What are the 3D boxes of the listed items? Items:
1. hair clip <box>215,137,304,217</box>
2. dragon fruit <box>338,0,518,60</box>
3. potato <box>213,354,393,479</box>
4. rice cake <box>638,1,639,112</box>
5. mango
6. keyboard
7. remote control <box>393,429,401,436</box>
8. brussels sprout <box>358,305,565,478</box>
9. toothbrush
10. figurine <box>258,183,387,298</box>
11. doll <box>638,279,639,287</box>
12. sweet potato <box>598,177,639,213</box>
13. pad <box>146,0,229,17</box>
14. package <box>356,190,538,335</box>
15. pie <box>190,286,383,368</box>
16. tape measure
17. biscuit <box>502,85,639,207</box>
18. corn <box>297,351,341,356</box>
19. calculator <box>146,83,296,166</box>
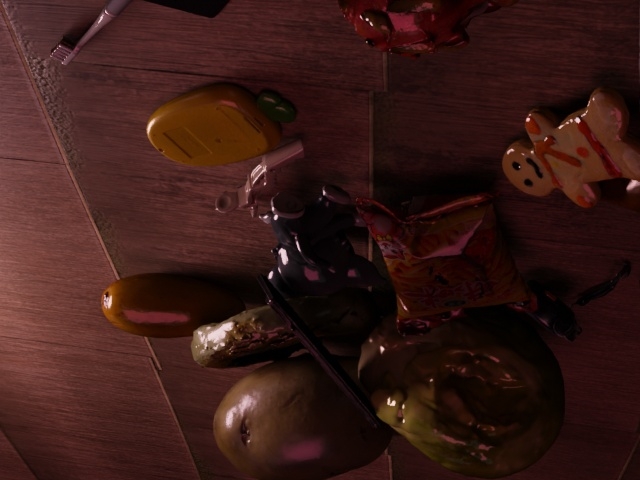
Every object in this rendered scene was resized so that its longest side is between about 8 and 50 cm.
[{"bbox_3d":[-0.089,-0.093,1.769,0.072,0.034,0.226,2,155,-25],"label":"hair clip"},{"bbox_3d":[0.120,-0.271,1.339,0.207,0.133,0.150,-4,176,-4],"label":"dragon fruit"},{"bbox_3d":[-0.033,0.313,2.098,0.326,0.221,0.243,-7,170,14],"label":"potato"},{"bbox_3d":[0.388,-0.249,1.329,0.070,0.064,0.399,-5,146,10],"label":"rice cake"},{"bbox_3d":[-0.258,0.116,2.119,0.253,0.113,0.138,4,157,-7],"label":"mango"},{"bbox_3d":[0.001,0.177,1.882,0.018,0.101,0.310,-37,118,2],"label":"keyboard"},{"bbox_3d":[0.146,0.354,2.311,0.123,0.038,0.285,10,179,41],"label":"remote control"},{"bbox_3d":[0.240,0.232,1.957,0.344,0.344,0.268,29,103,-26],"label":"brussels sprout"},{"bbox_3d":[-0.255,-0.304,1.507,0.030,0.025,0.342,25,148,-29],"label":"toothbrush"},{"bbox_3d":[0.000,0.003,1.817,0.193,0.140,0.265,-9,168,2],"label":"figurine"},{"bbox_3d":[0.535,0.100,1.837,0.078,0.077,0.113,-9,144,21],"label":"doll"},{"bbox_3d":[0.474,-0.082,1.530,0.359,0.112,0.112,1,149,38],"label":"sweet potato"},{"bbox_3d":[-0.137,-0.340,1.383,0.159,0.009,0.265,10,155,-30],"label":"pad"},{"bbox_3d":[0.192,0.020,1.786,0.223,0.108,0.288,-6,137,17],"label":"package"},{"bbox_3d":[-0.069,0.158,2.062,0.296,0.078,0.371,-3,163,-33],"label":"pie"},{"bbox_3d":[0.394,0.070,1.882,0.107,0.104,0.180,41,109,-4],"label":"tape measure"},{"bbox_3d":[0.323,-0.109,1.551,0.234,0.030,0.153,-14,111,54],"label":"biscuit"},{"bbox_3d":[0.085,0.269,2.250,0.291,0.101,0.101,13,149,-5],"label":"corn"},{"bbox_3d":[-0.141,-0.160,1.694,0.235,0.032,0.146,-13,141,33],"label":"calculator"}]
